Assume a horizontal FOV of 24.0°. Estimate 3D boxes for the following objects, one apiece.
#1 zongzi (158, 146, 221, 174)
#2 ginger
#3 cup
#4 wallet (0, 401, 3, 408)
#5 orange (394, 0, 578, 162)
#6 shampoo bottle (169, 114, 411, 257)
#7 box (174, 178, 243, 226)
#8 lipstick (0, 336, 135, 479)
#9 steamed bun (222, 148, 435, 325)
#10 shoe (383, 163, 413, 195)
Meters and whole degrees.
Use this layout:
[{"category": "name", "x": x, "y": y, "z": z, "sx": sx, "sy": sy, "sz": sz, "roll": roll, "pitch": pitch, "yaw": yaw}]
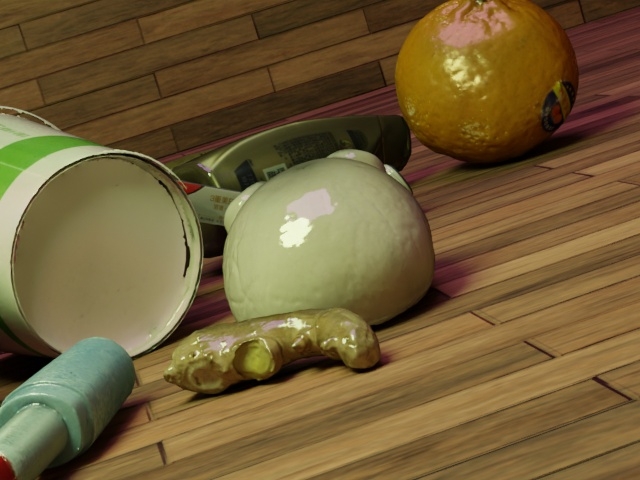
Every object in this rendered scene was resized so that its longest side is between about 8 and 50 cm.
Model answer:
[{"category": "zongzi", "x": -0.203, "y": -0.033, "z": 1.886, "sx": 0.228, "sy": 0.115, "sz": 0.256, "roll": -23, "pitch": 4, "yaw": -12}, {"category": "ginger", "x": -0.033, "y": 0.076, "z": 1.097, "sx": 0.173, "sy": 0.051, "sz": 0.069, "roll": -15, "pitch": 13, "yaw": 26}, {"category": "cup", "x": -0.258, "y": 0.003, "z": 1.397, "sx": 0.253, "sy": 0.253, "sz": 0.274, "roll": -22, "pitch": 18, "yaw": -30}, {"category": "wallet", "x": -0.343, "y": 0.171, "z": 1.117, "sx": 0.230, "sy": 0.042, "sz": 0.124, "roll": -18, "pitch": 3, "yaw": -21}, {"category": "orange", "x": 0.198, "y": -0.196, "z": 1.798, "sx": 0.219, "sy": 0.193, "sz": 0.219, "roll": -17, "pitch": 44, "yaw": 17}, {"category": "shampoo bottle", "x": -0.020, "y": -0.075, "z": 1.727, "sx": 0.084, "sy": 0.125, "sz": 0.350, "roll": -11, "pitch": 8, "yaw": 43}, {"category": "box", "x": -0.080, "y": -0.030, "z": 1.535, "sx": 0.218, "sy": 0.039, "sz": 0.055, "roll": 10, "pitch": 4, "yaw": -14}, {"category": "lipstick", "x": -0.191, "y": 0.130, "z": 1.023, "sx": 0.068, "sy": 0.061, "sz": 0.274, "roll": -7, "pitch": 11, "yaw": 11}, {"category": "steamed bun", "x": 0.000, "y": 0.000, "z": 1.239, "sx": 0.177, "sy": 0.130, "sz": 0.228, "roll": -19, "pitch": 11, "yaw": 1}, {"category": "shoe", "x": 0.032, "y": -0.034, "z": 1.618, "sx": 0.143, "sy": 0.064, "sz": 0.071, "roll": -15, "pitch": 26, "yaw": 44}]
